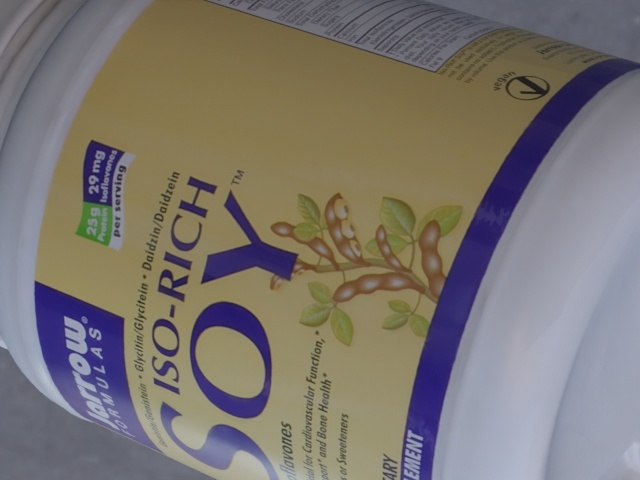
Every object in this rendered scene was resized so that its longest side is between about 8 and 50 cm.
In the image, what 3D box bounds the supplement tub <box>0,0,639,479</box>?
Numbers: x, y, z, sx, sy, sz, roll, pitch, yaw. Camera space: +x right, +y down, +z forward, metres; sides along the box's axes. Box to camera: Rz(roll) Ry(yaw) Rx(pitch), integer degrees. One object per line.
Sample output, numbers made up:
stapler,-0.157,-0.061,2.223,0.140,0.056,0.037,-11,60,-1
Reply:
supplement tub,0.000,0.000,0.843,0.331,0.241,0.241,20,160,27
